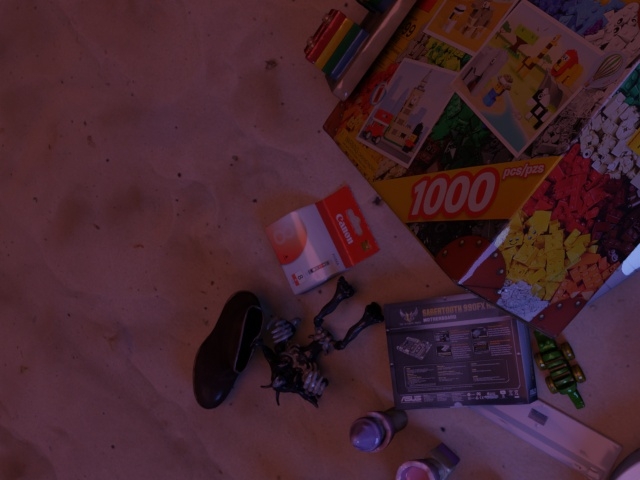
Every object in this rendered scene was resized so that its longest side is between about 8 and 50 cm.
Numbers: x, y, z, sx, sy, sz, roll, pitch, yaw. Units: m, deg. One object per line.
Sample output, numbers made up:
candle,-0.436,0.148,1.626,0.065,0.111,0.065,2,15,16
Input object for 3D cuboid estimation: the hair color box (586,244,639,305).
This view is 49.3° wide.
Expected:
hair color box,0.432,-0.068,0.976,0.174,0.105,0.347,45,119,-4

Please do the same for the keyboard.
keyboard,0.345,0.292,1.120,0.256,0.014,0.072,28,95,24

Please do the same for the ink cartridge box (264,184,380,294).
ink cartridge box,0.000,0.000,1.286,0.179,0.045,0.145,-31,75,24

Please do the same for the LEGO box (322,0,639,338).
LEGO box,0.248,-0.174,0.951,0.372,0.193,0.500,-54,31,14

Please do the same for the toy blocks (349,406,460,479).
toy blocks,0.115,0.460,1.087,0.309,0.260,0.288,36,103,23

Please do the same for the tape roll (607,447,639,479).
tape roll,0.533,0.424,0.971,0.287,0.100,0.285,-1,88,26

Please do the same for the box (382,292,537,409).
box,0.224,0.180,1.147,0.231,0.056,0.182,-11,79,29

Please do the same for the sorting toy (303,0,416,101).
sorting toy,0.069,-0.376,1.148,0.089,0.257,0.255,33,105,-13

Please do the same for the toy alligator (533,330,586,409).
toy alligator,0.362,0.176,1.093,0.056,0.051,0.189,-28,76,22

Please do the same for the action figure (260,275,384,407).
action figure,-0.023,0.193,1.237,0.164,0.141,0.275,46,104,18

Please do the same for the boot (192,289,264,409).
boot,-0.171,0.214,1.272,0.090,0.207,0.248,18,91,-13
